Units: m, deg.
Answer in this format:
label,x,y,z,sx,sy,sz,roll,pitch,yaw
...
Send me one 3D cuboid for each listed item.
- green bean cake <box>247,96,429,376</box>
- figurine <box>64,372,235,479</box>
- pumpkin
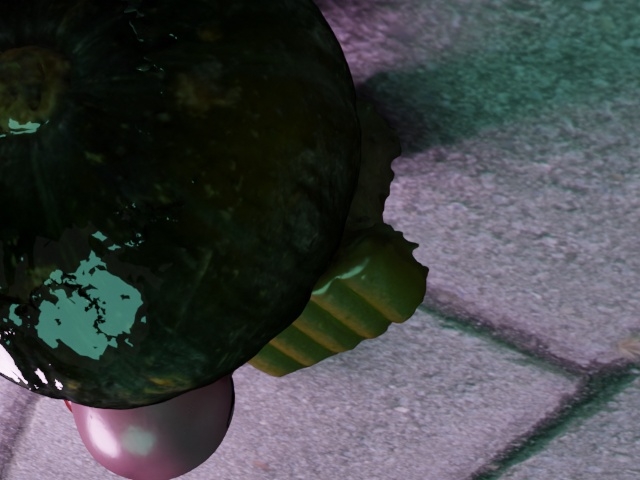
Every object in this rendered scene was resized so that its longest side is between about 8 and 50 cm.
label,x,y,z,sx,sy,sz,roll,pitch,yaw
green bean cake,0.000,0.000,1.283,0.233,0.236,0.124,-31,133,27
figurine,-0.238,0.212,1.673,0.261,0.211,0.270,4,161,-8
pumpkin,-0.184,-0.077,1.125,0.454,0.455,0.344,0,167,27
